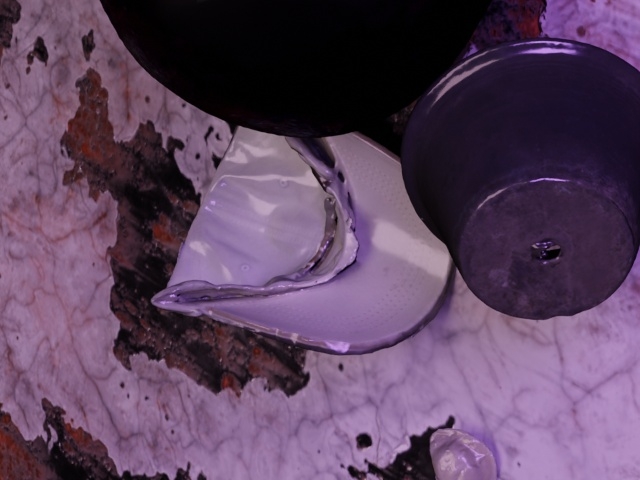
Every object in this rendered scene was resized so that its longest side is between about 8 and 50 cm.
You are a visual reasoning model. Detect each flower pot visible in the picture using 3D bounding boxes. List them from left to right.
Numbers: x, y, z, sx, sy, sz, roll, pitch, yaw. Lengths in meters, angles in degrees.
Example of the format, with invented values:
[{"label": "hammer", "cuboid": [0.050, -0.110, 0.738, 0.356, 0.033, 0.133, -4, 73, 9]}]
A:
[{"label": "flower pot", "cuboid": [0.182, -0.032, 1.592, 0.148, 0.235, 0.235, -87, 23, -54]}]

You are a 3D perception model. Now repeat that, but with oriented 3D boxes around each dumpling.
[{"label": "dumpling", "cuboid": [0.137, 0.211, 1.835, 0.059, 0.043, 0.077, -26, 70, 23]}]

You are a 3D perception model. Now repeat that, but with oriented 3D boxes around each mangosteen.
[{"label": "mangosteen", "cuboid": [-0.028, -0.269, 1.696, 0.435, 0.382, 0.382, 127, 131, -78]}]

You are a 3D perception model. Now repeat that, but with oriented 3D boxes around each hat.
[{"label": "hat", "cuboid": [-0.006, -0.003, 1.914, 0.301, 0.168, 0.257, 24, 85, 20]}]
